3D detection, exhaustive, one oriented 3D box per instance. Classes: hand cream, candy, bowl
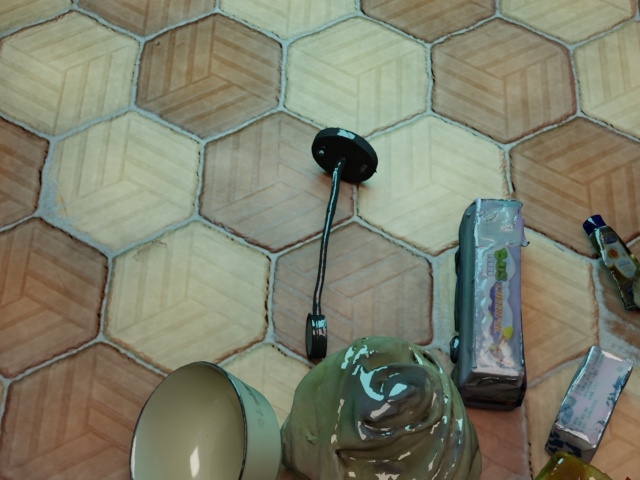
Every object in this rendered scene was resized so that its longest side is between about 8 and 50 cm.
[{"bbox_3d":[0.467,0.033,1.773,0.062,0.039,0.163,-13,62,-27],"label":"hand cream"},{"bbox_3d":[0.385,0.238,1.622,0.073,0.092,0.160,25,61,15],"label":"candy"},{"bbox_3d":[-0.138,0.291,1.531,0.126,0.238,0.237,19,49,-42],"label":"bowl"}]

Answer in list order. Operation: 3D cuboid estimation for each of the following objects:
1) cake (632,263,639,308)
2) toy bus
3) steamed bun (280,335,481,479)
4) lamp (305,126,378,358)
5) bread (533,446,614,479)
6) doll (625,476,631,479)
[{"bbox_3d":[0.654,0.039,1.646,0.290,0.255,0.282,43,68,14],"label":"cake"},{"bbox_3d":[0.254,0.085,1.680,0.113,0.138,0.316,4,62,0],"label":"toy bus"},{"bbox_3d":[0.092,0.266,1.535,0.268,0.207,0.280,-28,66,-16],"label":"steamed bun"},{"bbox_3d":[0.038,0.001,1.741,0.109,0.130,0.371,5,58,-8],"label":"lamp"},{"bbox_3d":[0.273,0.445,1.447,0.149,0.195,0.344,33,67,23],"label":"bread"},{"bbox_3d":[0.487,0.388,1.529,0.186,0.106,0.134,7,72,3],"label":"doll"}]
